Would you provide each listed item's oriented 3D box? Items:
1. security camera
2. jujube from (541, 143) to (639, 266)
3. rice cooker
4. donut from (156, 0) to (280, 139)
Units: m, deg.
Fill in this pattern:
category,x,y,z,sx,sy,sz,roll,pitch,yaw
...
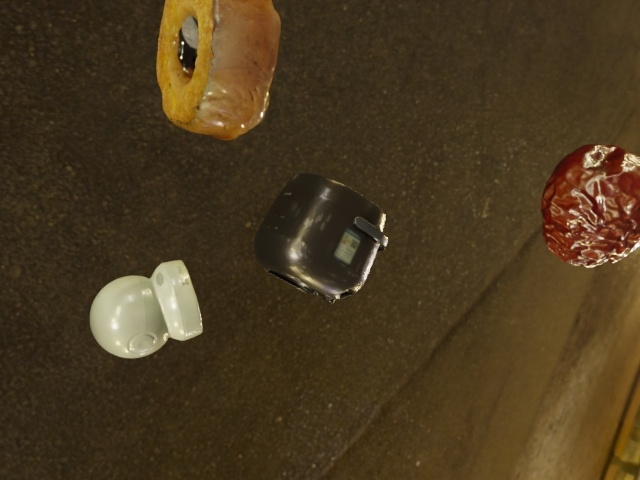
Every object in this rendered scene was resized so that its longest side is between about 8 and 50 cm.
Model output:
category,x,y,z,sx,sy,sz,roll,pitch,yaw
security camera,-0.403,0.161,1.477,0.237,0.194,0.194,-18,124,-20
jujube,0.535,-0.062,1.259,0.213,0.213,0.232,-46,141,-30
rice cooker,0.000,0.000,1.390,0.267,0.267,0.224,39,71,-53
donut,-0.193,-0.354,1.214,0.150,0.299,0.316,-1,71,-40
